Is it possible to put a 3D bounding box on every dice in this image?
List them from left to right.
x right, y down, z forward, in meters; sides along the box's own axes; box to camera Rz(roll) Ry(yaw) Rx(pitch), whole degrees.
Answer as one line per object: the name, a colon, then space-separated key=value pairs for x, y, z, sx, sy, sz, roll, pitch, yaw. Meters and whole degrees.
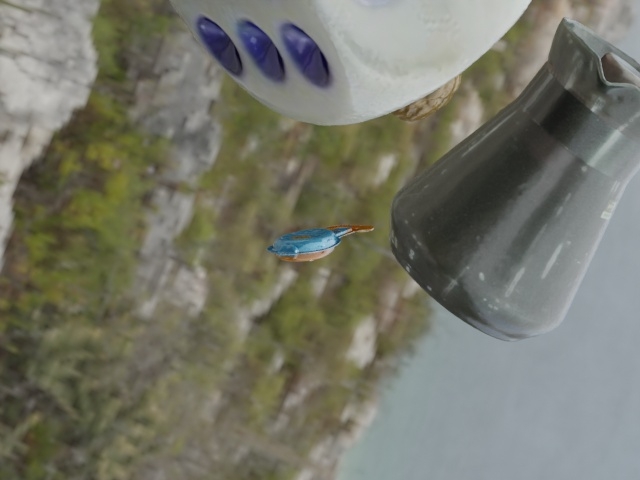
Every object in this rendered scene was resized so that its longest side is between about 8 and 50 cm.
dice: x=0.020 y=-0.315 z=1.506 sx=0.304 sy=0.277 sz=0.304 roll=-42 pitch=121 yaw=-21

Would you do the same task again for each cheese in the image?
cheese: x=0.000 y=-0.001 z=1.102 sx=0.111 sy=0.047 sz=0.017 roll=-22 pitch=114 yaw=-59

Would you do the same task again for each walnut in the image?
walnut: x=0.107 y=-0.175 z=1.673 sx=0.096 sy=0.079 sz=0.082 roll=-45 pitch=160 yaw=30

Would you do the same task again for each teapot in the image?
teapot: x=0.273 y=-0.072 z=1.875 sx=0.344 sy=0.253 sz=0.300 roll=-52 pitch=166 yaw=18
